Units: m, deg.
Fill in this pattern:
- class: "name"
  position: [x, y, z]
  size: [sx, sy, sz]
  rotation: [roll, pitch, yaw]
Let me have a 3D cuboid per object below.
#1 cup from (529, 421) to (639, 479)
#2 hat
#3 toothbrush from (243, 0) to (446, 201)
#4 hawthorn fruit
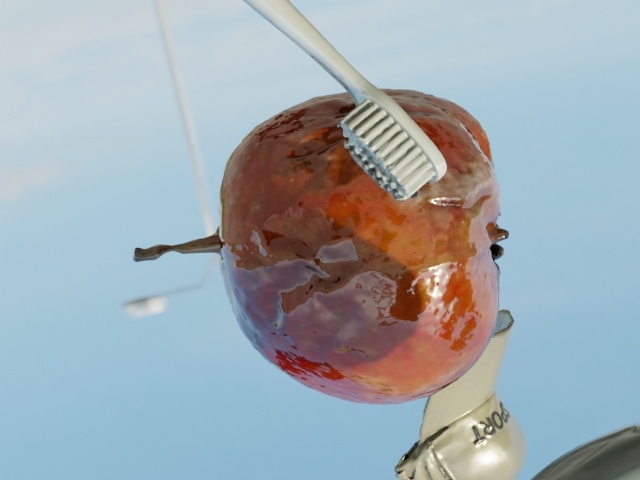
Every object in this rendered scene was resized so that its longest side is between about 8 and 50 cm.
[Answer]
- class: "cup"
  position: [0.139, 0.226, 0.954]
  size: [0.357, 0.259, 0.274]
  rotation: [-13, 167, 2]
- class: "hat"
  position: [0.143, 0.149, 1.657]
  size: [0.085, 0.175, 0.147]
  rotation: [30, -143, 18]
- class: "toothbrush"
  position: [-0.055, -0.126, 0.768]
  size: [0.024, 0.288, 0.021]
  rotation: [-41, 176, -31]
- class: "hawthorn fruit"
  position: [0.000, 0.000, 1.394]
  size: [0.272, 0.242, 0.242]
  rotation: [1, -162, 4]
